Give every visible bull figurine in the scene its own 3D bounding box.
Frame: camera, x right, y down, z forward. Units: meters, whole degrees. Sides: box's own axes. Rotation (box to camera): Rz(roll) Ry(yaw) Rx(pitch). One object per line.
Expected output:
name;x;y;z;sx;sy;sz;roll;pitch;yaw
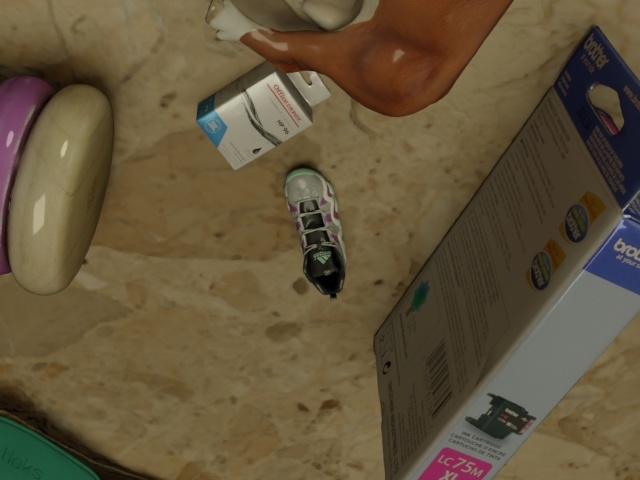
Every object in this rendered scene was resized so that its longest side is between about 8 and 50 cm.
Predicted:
bull figurine;0.065;-0.189;0.508;0.188;0.101;0.310;22;137;-11

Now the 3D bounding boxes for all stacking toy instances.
stacking toy;-0.310;-0.068;0.599;0.330;0.141;0.141;14;122;-3

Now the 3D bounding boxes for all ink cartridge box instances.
ink cartridge box;-0.038;-0.092;0.642;0.083;0.028;0.048;-30;120;15
ink cartridge box;0.138;0.025;0.634;0.065;0.186;0.311;22;119;-13

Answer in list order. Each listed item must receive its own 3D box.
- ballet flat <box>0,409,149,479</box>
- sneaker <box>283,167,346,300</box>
ballet flat;-0.209;0.253;0.832;0.316;0.107;0.106;42;132;-20
sneaker;0.000;0.000;0.680;0.038;0.069;0.098;-17;122;8
